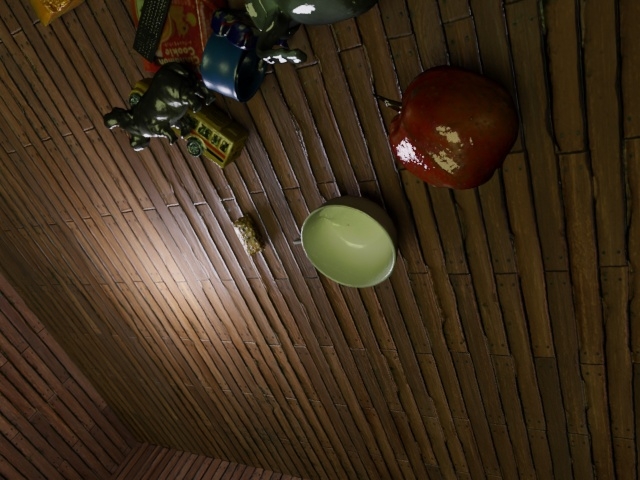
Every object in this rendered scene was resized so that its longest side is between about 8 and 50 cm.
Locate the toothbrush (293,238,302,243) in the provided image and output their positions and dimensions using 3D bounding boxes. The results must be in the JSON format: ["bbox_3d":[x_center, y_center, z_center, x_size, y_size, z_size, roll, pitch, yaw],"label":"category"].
[{"bbox_3d":[-0.001,-0.002,1.502,0.194,0.014,0.017,-3,125,30],"label":"toothbrush"}]

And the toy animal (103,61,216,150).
[{"bbox_3d":[-0.430,-0.328,1.262,0.343,0.106,0.168,-20,111,34],"label":"toy animal"}]

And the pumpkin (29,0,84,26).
[{"bbox_3d":[-0.706,-0.685,1.286,0.248,0.126,0.131,7,138,48],"label":"pumpkin"}]

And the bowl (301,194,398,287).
[{"bbox_3d":[0.096,-0.014,1.352,0.277,0.145,0.277,13,130,17],"label":"bowl"}]

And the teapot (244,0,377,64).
[{"bbox_3d":[-0.032,-0.495,0.984,0.285,0.223,0.305,-5,96,42],"label":"teapot"}]

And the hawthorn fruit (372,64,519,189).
[{"bbox_3d":[0.246,-0.244,1.013,0.300,0.254,0.254,21,133,-4],"label":"hawthorn fruit"}]

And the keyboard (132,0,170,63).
[{"bbox_3d":[-0.410,-0.529,1.167,0.067,0.011,0.202,38,134,-3],"label":"keyboard"}]

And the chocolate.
[{"bbox_3d":[-0.352,-0.527,1.218,0.237,0.108,0.235,15,132,16],"label":"chocolate"}]

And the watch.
[{"bbox_3d":[-0.197,-0.436,1.151,0.171,0.196,0.200,31,127,16],"label":"watch"}]

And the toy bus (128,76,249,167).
[{"bbox_3d":[-0.370,-0.348,1.360,0.335,0.121,0.123,38,128,-2],"label":"toy bus"}]

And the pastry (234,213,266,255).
[{"bbox_3d":[-0.237,-0.017,1.589,0.080,0.056,0.140,-17,114,24],"label":"pastry"}]
